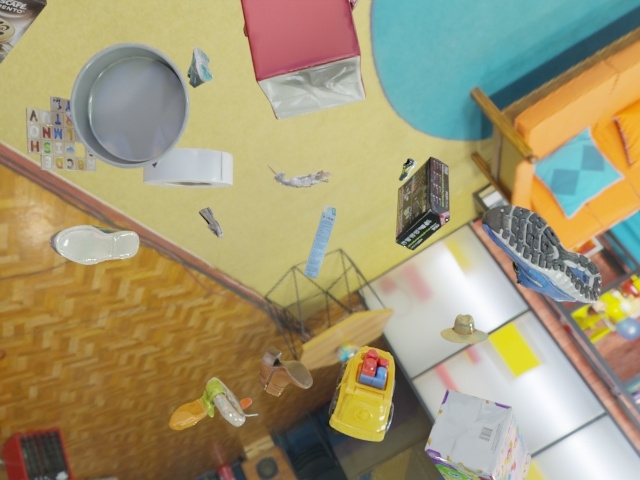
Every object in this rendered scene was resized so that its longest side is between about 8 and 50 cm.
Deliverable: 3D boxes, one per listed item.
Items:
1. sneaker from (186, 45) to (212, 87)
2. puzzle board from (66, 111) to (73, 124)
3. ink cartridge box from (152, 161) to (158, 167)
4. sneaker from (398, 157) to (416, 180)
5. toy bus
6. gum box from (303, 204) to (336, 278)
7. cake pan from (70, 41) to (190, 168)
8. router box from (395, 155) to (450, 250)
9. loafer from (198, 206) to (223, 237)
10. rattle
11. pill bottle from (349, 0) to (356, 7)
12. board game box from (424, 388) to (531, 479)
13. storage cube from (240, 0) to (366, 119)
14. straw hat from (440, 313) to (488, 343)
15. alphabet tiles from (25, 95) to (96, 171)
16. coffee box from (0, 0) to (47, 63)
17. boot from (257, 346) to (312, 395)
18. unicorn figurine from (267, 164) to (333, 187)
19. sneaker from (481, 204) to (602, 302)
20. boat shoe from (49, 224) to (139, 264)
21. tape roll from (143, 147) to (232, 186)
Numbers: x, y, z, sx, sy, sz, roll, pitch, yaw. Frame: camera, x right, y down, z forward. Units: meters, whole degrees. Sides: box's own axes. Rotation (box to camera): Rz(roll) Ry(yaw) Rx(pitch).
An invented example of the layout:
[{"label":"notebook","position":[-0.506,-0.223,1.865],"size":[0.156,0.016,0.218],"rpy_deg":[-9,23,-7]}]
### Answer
[{"label":"sneaker","position":[-0.383,-0.533,1.790],"size":[0.076,0.166,0.065],"rpy_deg":[-31,137,20]},{"label":"puzzle board","position":[-0.617,-0.308,1.581],"size":[0.096,0.011,0.128],"rpy_deg":[-12,144,0]},{"label":"ink cartridge box","position":[-0.463,-0.337,1.597],"size":[0.045,0.223,0.224],"rpy_deg":[17,103,-40]},{"label":"sneaker","position":[0.278,-0.234,1.903],"size":[0.035,0.031,0.083],"rpy_deg":[30,96,-33]},{"label":"toy bus","position":[0.119,0.336,1.418],"size":[0.220,0.149,0.211],"rpy_deg":[-68,172,-57]},{"label":"gum box","position":[0.000,0.000,1.653],"size":[0.157,0.041,0.184],"rpy_deg":[-81,-172,-79]},{"label":"cake pan","position":[-0.445,-0.316,1.381],"size":[0.293,0.293,0.054],"rpy_deg":[-34,179,7]},{"label":"router box","position":[0.160,-0.058,0.913],"size":[0.038,0.122,0.092],"rpy_deg":[25,139,-18]},{"label":"loafer","position":[-0.352,-0.053,1.864],"size":[0.039,0.125,0.045],"rpy_deg":[-18,149,-25]},{"label":"rattle","position":[-0.239,0.407,1.349],"size":[0.143,0.130,0.200],"rpy_deg":[-52,165,-13]},{"label":"pill bottle","position":[0.043,-0.886,1.933],"size":[0.224,0.224,0.392],"rpy_deg":[-23,175,-14]},{"label":"board game box","position":[0.344,0.457,1.242],"size":[0.144,0.142,0.275],"rpy_deg":[-60,140,-27]},{"label":"storage cube","position":[-0.030,-0.362,1.077],"size":[0.215,0.193,0.183],"rpy_deg":[-13,168,4]},{"label":"straw hat","position":[0.406,0.239,1.638],"size":[0.144,0.061,0.144],"rpy_deg":[-2,-171,0]},{"label":"alphabet tiles","position":[-0.707,-0.292,1.598],"size":[0.009,0.198,0.237],"rpy_deg":[2,-175,22]},{"label":"coffee box","position":[-0.832,-0.579,1.445],"size":[0.297,0.119,0.168],"rpy_deg":[-23,164,38]},{"label":"boot","position":[-0.118,0.453,1.880],"size":[0.073,0.197,0.152],"rpy_deg":[-19,135,-49]},{"label":"unicorn figurine","position":[-0.051,-0.168,1.589],"size":[0.162,0.060,0.111],"rpy_deg":[7,176,-44]},{"label":"sneaker","position":[0.478,0.048,1.322],"size":[0.147,0.330,0.130],"rpy_deg":[-28,-151,56]},{"label":"boat shoe","position":[-0.698,0.007,1.771],"size":[0.096,0.116,0.324],"rpy_deg":[8,-176,23]},{"label":"tape roll","position":[-0.422,-0.229,1.865],"size":[0.286,0.100,0.286],"rpy_deg":[1,180,0]}]
